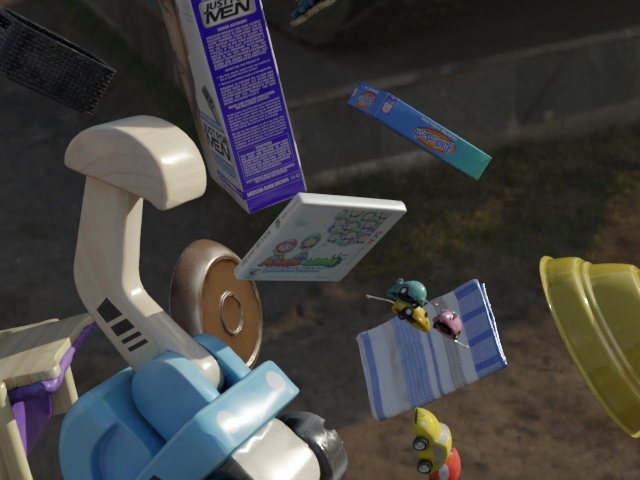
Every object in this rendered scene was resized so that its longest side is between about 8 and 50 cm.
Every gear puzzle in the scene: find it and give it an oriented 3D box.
[{"bbox_3d":[0.077,-0.446,1.544,0.339,0.044,0.175,-18,24,51],"label":"gear puzzle"}]

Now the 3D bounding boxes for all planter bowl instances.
[{"bbox_3d":[0.329,0.093,1.050,0.090,0.217,0.217,-30,19,23],"label":"planter bowl"}]

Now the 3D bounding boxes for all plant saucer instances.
[{"bbox_3d":[-0.192,0.148,1.941,0.050,0.310,0.310,-10,24,24],"label":"plant saucer"}]

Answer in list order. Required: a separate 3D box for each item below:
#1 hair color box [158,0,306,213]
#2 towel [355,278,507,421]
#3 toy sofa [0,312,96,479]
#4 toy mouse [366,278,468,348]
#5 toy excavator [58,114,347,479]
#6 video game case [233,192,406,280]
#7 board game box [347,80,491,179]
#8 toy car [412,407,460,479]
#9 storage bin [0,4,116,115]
[{"bbox_3d":[-0.134,-0.230,1.449,0.110,0.338,0.185,-21,29,-17],"label":"hair color box"},{"bbox_3d":[0.204,0.209,1.875,0.285,0.034,0.209,-27,47,20],"label":"towel"},{"bbox_3d":[-0.395,0.218,1.320,0.177,0.150,0.362,-12,9,-3],"label":"toy sofa"},{"bbox_3d":[0.148,0.093,1.357,0.161,0.143,0.031,34,72,4],"label":"toy mouse"},{"bbox_3d":[-0.175,0.152,1.057,0.445,0.433,0.222,44,29,7],"label":"toy excavator"},{"bbox_3d":[0.000,0.000,1.115,0.157,0.143,0.019,3,52,-40],"label":"video game case"},{"bbox_3d":[0.160,-0.182,1.612,0.210,0.047,0.160,28,7,-19],"label":"board game box"},{"bbox_3d":[0.179,0.380,1.445,0.053,0.239,0.225,-7,61,11],"label":"toy car"},{"bbox_3d":[-0.422,-0.274,1.501,0.180,0.084,0.122,25,8,-45],"label":"storage bin"}]
